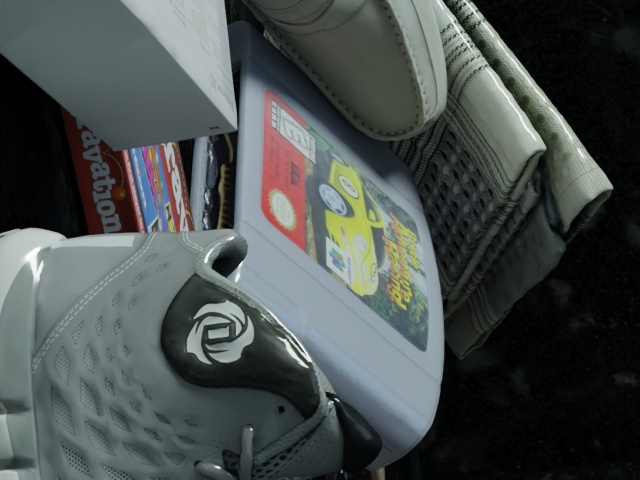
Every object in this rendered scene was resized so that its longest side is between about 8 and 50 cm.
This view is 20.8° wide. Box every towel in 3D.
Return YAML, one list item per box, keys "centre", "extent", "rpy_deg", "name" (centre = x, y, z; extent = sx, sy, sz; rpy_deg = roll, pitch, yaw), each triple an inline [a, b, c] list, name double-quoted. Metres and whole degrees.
- centre: [0.062, -0.084, 1.319]
  extent: [0.324, 0.056, 0.312]
  rpy_deg: [54, -27, 14]
  name: "towel"

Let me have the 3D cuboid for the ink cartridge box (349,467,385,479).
- centre: [-0.006, 0.050, 1.315]
  extent: [0.235, 0.088, 0.193]
  rpy_deg: [-90, 172, -50]
  name: "ink cartridge box"

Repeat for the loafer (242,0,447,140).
- centre: [-0.021, -0.182, 1.118]
  extent: [0.319, 0.112, 0.111]
  rpy_deg: [53, 37, -26]
  name: "loafer"

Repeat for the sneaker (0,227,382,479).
- centre: [-0.043, 0.100, 0.566]
  extent: [0.086, 0.132, 0.229]
  rpy_deg: [60, 23, -77]
  name: "sneaker"

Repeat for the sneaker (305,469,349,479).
- centre: [0.006, 0.221, 1.245]
  extent: [0.067, 0.078, 0.188]
  rpy_deg: [-92, 173, -48]
  name: "sneaker"

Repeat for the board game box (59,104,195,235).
- centre: [-0.083, 0.003, 0.854]
  extent: [0.145, 0.027, 0.281]
  rpy_deg: [-89, 170, -66]
  name: "board game box"

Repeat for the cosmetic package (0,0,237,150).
- centre: [-0.092, -0.114, 0.616]
  extent: [0.239, 0.060, 0.099]
  rpy_deg: [47, 33, -70]
  name: "cosmetic package"

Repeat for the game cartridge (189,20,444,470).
- centre: [0.000, 0.000, 1.125]
  extent: [0.196, 0.060, 0.294]
  rpy_deg: [44, 27, -30]
  name: "game cartridge"
